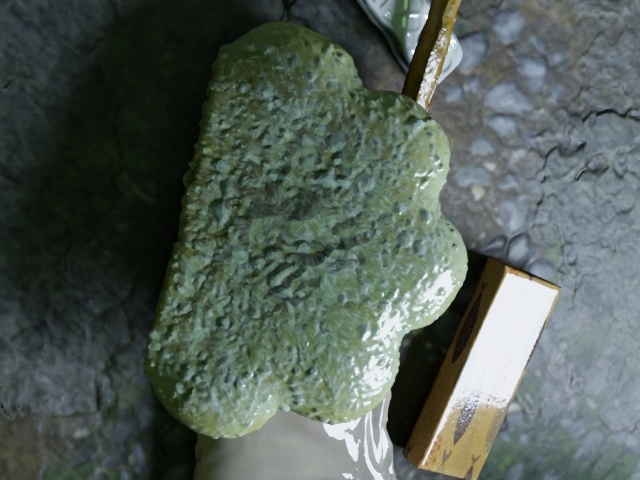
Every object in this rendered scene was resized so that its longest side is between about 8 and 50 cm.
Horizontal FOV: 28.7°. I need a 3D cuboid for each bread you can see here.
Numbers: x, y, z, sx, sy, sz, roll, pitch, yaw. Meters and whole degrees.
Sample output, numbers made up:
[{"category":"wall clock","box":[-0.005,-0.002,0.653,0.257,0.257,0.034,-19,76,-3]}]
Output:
[{"category":"bread","box":[0.000,0.000,0.845,0.207,0.056,0.286,10,89,-6]}]

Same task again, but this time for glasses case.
[{"category":"glasses case","box":[0.123,0.100,0.974,0.065,0.041,0.169,20,96,-32]}]

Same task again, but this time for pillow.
[{"category":"pillow","box":[-0.007,0.097,0.918,0.173,0.067,0.270,1,102,-12]}]

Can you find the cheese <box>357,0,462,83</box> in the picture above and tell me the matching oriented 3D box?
[{"category":"cheese","box":[0.029,-0.204,0.868,0.127,0.050,0.235,-47,121,-11]}]

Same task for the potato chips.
[{"category":"potato chips","box":[0.087,-0.148,0.883,0.037,0.026,0.203,3,106,-40]}]
